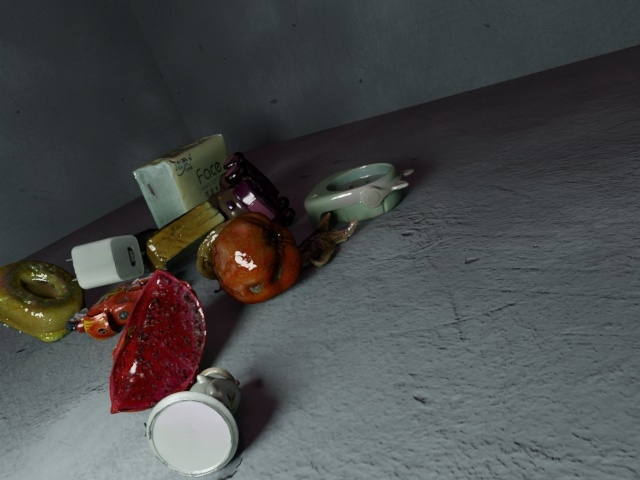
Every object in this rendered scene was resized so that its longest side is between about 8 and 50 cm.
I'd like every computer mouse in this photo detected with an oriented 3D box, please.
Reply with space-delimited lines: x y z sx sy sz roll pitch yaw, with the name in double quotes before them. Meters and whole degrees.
"computer mouse" -0.754 0.007 1.781 0.121 0.074 0.217 3 25 41

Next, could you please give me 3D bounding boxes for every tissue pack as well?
"tissue pack" -0.529 -0.226 1.785 0.205 0.332 0.405 -6 26 24

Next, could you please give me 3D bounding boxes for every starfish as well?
"starfish" 0.001 0.001 1.139 0.215 0.071 0.238 -10 34 12

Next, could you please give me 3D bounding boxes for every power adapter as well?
"power adapter" -0.644 0.068 1.231 0.204 0.130 0.125 -11 3 13

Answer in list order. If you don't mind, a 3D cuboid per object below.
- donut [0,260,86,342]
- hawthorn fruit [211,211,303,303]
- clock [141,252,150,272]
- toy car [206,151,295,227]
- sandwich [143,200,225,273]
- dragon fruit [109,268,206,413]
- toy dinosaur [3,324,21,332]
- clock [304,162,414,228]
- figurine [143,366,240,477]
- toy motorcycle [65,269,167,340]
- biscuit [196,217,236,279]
"donut" -0.820 0.165 1.237 0.128 0.261 0.209 -58 9 33
"hawthorn fruit" -0.173 0.064 0.994 0.243 0.207 0.207 -43 13 23
"clock" -0.567 0.047 1.562 0.214 0.042 0.215 -18 22 8
"toy car" -0.263 -0.121 1.447 0.240 0.271 0.341 -43 27 10
"sandwich" -0.432 -0.006 1.338 0.249 0.095 0.273 -41 4 -28
"dragon fruit" -0.326 0.210 0.838 0.211 0.134 0.262 -20 53 43
"toy dinosaur" -0.855 0.229 1.304 0.044 0.106 0.187 0 30 47
"clock" 0.127 -0.147 1.309 0.323 0.109 0.265 -9 23 25
"figurine" -0.175 0.254 0.644 0.132 0.133 0.154 -19 9 5
"toy motorcycle" -0.540 0.178 1.165 0.298 0.089 0.171 -31 25 -25
"biscuit" -0.217 0.026 1.110 0.225 0.226 0.042 -29 54 -19
